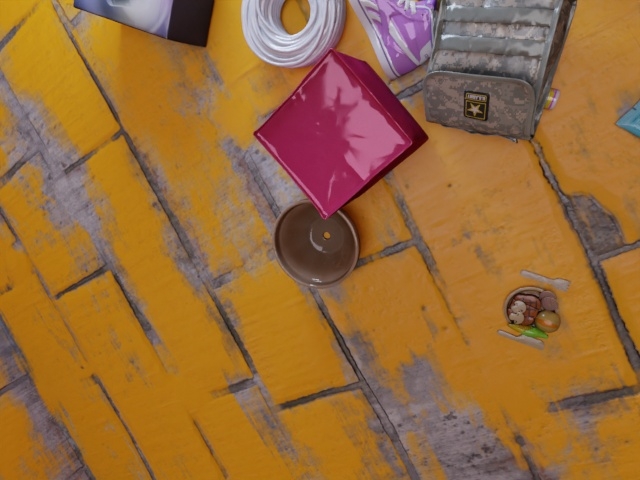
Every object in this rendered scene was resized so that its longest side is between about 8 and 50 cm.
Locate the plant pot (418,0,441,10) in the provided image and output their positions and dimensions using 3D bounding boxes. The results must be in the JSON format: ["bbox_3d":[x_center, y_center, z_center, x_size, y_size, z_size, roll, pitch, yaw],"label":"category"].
[{"bbox_3d":[0.254,-0.569,0.978,0.134,0.095,0.134,5,107,18],"label":"plant pot"}]

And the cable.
[{"bbox_3d":[-0.066,-0.548,1.108,0.257,0.089,0.257,-5,103,22],"label":"cable"}]

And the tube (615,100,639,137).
[{"bbox_3d":[0.718,-0.205,0.936,0.207,0.052,0.080,43,110,10],"label":"tube"}]

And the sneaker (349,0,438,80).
[{"bbox_3d":[0.166,-0.520,1.015,0.161,0.102,0.282,-21,108,35],"label":"sneaker"}]

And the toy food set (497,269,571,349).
[{"bbox_3d":[0.514,0.174,1.119,0.132,0.038,0.192,17,110,15],"label":"toy food set"}]

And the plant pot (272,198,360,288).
[{"bbox_3d":[0.000,0.000,1.224,0.237,0.110,0.237,5,105,19],"label":"plant pot"}]

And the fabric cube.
[{"bbox_3d":[0.057,-0.239,1.055,0.259,0.258,0.254,-40,90,25],"label":"fabric cube"}]

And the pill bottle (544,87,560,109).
[{"bbox_3d":[0.468,-0.314,0.998,0.083,0.043,0.043,20,111,14],"label":"pill bottle"}]

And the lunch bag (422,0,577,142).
[{"bbox_3d":[0.351,-0.357,0.947,0.235,0.169,0.287,20,113,30],"label":"lunch bag"}]

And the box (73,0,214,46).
[{"bbox_3d":[-0.426,-0.684,1.154,0.294,0.183,0.296,22,112,12],"label":"box"}]
